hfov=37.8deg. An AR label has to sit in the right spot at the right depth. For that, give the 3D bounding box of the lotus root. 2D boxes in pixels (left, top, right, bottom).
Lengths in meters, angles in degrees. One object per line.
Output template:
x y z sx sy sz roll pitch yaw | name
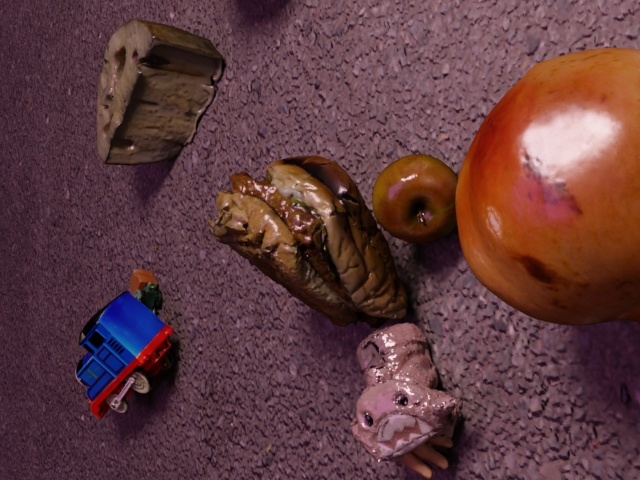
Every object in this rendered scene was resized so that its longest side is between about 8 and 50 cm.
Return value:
-0.239 -0.218 1.326 0.235 0.119 0.138 -52 50 40 | lotus root

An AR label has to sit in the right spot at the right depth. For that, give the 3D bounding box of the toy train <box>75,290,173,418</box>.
-0.298 0.174 1.378 0.131 0.083 0.204 42 135 -4 | toy train

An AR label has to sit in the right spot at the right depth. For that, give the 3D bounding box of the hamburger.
0.000 0.000 0.949 0.130 0.206 0.183 -52 38 -6 | hamburger

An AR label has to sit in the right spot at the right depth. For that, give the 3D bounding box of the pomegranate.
0.200 -0.035 0.668 0.209 0.209 0.209 -4 85 53 | pomegranate

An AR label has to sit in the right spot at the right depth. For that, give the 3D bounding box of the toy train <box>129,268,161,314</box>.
-0.277 0.100 1.425 0.064 0.044 0.103 48 123 47 | toy train

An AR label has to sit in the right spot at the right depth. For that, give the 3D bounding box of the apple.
0.094 -0.041 0.894 0.089 0.089 0.074 -50 19 39 | apple

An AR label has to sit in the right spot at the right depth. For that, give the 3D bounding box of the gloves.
0.077 0.152 0.910 0.110 0.094 0.144 -54 39 22 | gloves
